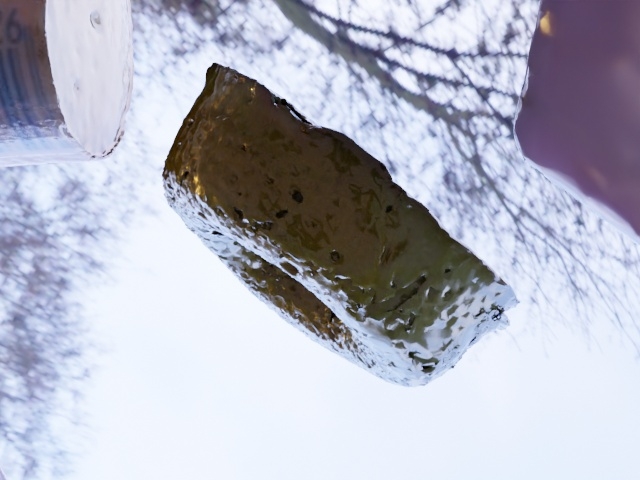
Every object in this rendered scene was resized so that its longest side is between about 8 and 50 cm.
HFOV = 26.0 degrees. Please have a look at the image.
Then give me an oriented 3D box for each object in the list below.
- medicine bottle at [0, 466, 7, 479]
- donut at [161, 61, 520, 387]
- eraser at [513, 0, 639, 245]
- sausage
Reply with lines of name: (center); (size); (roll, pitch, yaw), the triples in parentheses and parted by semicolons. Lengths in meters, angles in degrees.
medicine bottle: (-0.175, 0.114, 0.494); (0.119, 0.188, 0.094); (-27, -143, 4)
donut: (0.000, 0.000, 0.926); (0.272, 0.272, 0.107); (35, -97, 27)
eraser: (0.216, -0.037, 0.245); (0.122, 0.272, 0.359); (-27, -126, -31)
sausage: (-0.332, -0.176, 1.255); (0.287, 0.233, 0.233); (-4, -109, 14)
